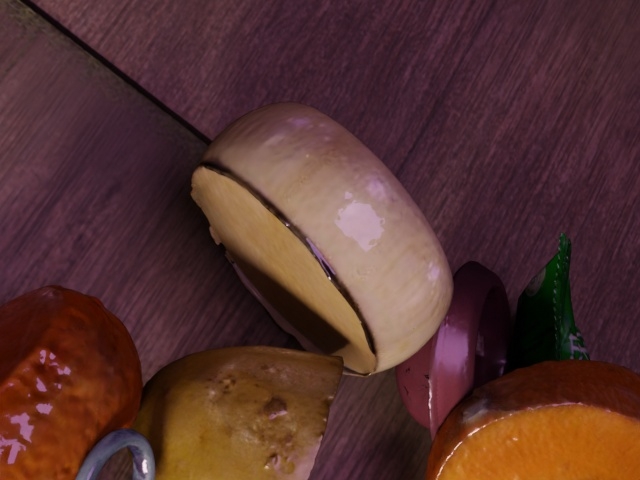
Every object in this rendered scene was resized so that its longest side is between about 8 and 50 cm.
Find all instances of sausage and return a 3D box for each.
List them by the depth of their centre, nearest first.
[{"bbox_3d":[-0.250,0.153,1.300,0.268,0.153,0.141,-48,130,-30],"label":"sausage"}]

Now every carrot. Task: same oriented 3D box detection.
[{"bbox_3d":[0.224,0.235,1.499,0.258,0.100,0.307,-40,120,10],"label":"carrot"}]

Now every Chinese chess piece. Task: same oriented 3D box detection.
[{"bbox_3d":[0.000,0.000,1.422,0.104,0.257,0.257,-40,97,-18],"label":"Chinese chess piece"}]

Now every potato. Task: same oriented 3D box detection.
[{"bbox_3d":[-0.087,0.172,1.391,0.158,0.178,0.203,19,89,-6],"label":"potato"}]

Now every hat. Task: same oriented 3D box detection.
[{"bbox_3d":[0.121,0.114,1.540,0.205,0.089,0.205,3,90,-70],"label":"hat"}]

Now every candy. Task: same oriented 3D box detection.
[{"bbox_3d":[0.223,0.102,1.578,0.078,0.203,0.141,-8,59,2],"label":"candy"}]

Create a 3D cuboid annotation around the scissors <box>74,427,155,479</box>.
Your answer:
[{"bbox_3d":[-0.221,0.344,1.233,0.383,0.029,0.256,-47,135,-42],"label":"scissors"}]
